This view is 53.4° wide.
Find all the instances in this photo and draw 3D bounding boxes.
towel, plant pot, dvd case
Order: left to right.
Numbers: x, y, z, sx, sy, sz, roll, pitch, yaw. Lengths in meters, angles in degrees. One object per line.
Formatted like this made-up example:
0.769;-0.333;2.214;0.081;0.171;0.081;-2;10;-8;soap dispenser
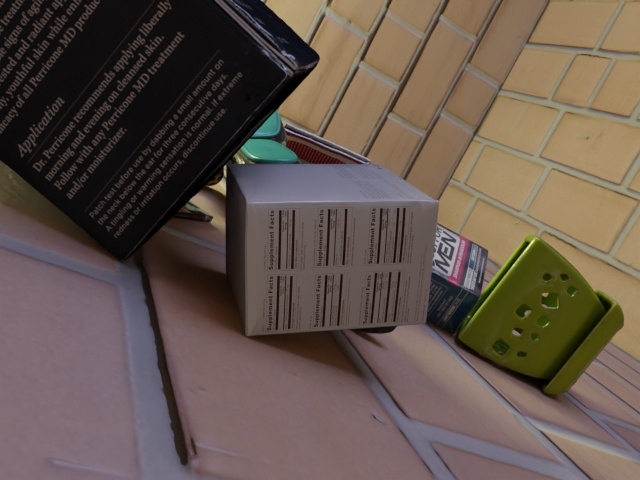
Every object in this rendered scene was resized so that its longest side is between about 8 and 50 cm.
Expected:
-0.235;-0.058;1.005;0.087;0.013;0.119;32;11;21;dvd case
-0.038;-0.183;1.646;0.237;0.037;0.329;21;-20;-14;towel
0.402;0.137;1.161;0.207;0.227;0.228;36;10;10;plant pot

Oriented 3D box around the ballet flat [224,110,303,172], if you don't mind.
-0.140;-0.162;1.329;0.163;0.182;0.483;-1;29;-15;ballet flat

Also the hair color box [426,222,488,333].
0.137;0.014;1.212;0.347;0.105;0.174;28;35;2;hair color box

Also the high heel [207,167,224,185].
-0.327;-0.178;1.284;0.261;0.093;0.186;17;-16;10;high heel

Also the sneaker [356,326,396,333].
0.042;0.067;0.930;0.208;0.081;0.094;37;6;36;sneaker

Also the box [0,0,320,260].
-0.274;-0.290;0.825;0.472;0.297;0.480;43;14;-9;box

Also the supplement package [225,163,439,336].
0.000;0.000;0.742;0.203;0.149;0.194;-2;18;-14;supplement package
